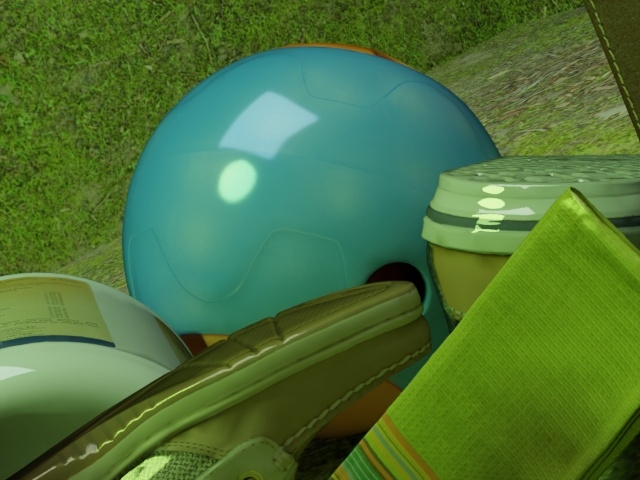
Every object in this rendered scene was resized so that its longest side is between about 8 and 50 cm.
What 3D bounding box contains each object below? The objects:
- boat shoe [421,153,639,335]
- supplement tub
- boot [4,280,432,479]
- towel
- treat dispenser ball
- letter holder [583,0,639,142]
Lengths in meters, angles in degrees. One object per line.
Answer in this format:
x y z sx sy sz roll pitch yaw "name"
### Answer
0.190 0.022 0.955 0.187 0.155 0.500 0 6 22 "boat shoe"
-0.163 0.143 0.907 0.228 0.228 0.316 -26 13 -8 "supplement tub"
-0.029 0.155 0.644 0.262 0.203 0.095 -33 3 -12 "boot"
0.076 0.095 0.719 0.021 0.102 0.237 2 -50 -54 "towel"
0.000 0.000 1.115 0.288 0.288 0.288 -23 11 5 "treat dispenser ball"
0.264 -0.017 0.582 0.152 0.301 0.214 -29 12 -26 "letter holder"
